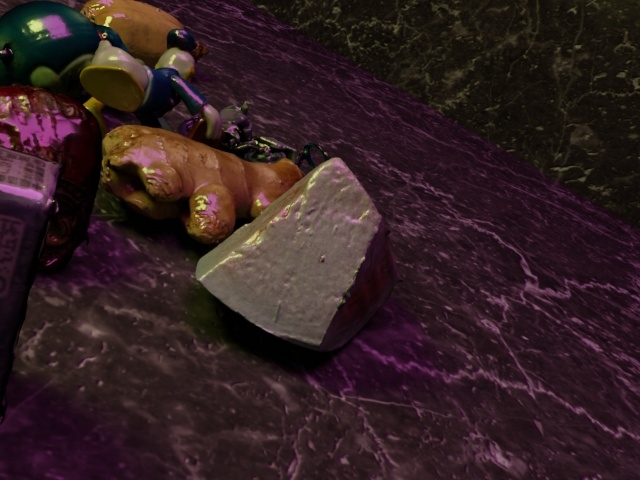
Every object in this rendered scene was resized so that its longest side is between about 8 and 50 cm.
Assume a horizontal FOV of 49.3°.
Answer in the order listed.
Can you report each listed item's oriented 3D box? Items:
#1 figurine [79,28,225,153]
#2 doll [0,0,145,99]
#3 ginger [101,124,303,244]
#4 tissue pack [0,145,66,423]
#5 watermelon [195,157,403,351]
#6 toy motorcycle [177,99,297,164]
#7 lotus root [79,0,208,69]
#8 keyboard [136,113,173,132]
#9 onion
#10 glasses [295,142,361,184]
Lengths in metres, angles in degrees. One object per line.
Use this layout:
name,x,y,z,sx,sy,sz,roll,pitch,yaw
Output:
figurine,-0.275,-0.278,1.281,0.283,0.204,0.338,42,41,-26
doll,-0.484,-0.342,1.302,0.186,0.198,0.322,63,18,-4
ginger,-0.171,-0.097,1.150,0.375,0.166,0.236,-1,20,-25
tissue pack,-0.427,0.014,0.583,0.361,0.259,0.122,13,24,-22
watermelon,0.000,0.000,1.007,0.228,0.258,0.387,35,30,25
toy motorcycle,-0.158,-0.204,1.410,0.270,0.106,0.159,25,41,28
lotus root,-0.431,-0.493,1.717,0.342,0.151,0.169,3,47,-48
keyboard,-0.357,-0.256,1.471,0.055,0.014,0.176,4,32,-37
onion,-0.405,-0.100,0.903,0.206,0.207,0.216,8,24,-39
glasses,-0.013,-0.118,1.411,0.207,0.102,0.239,-2,36,-45
